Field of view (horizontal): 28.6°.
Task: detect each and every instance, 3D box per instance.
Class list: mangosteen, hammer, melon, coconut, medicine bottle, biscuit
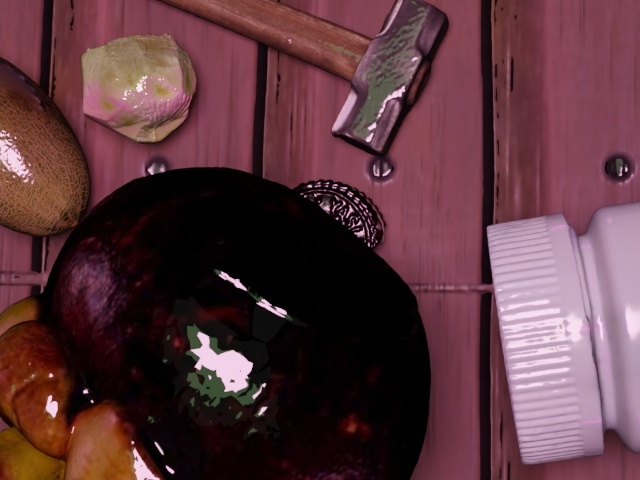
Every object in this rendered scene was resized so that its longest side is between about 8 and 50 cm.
[{"bbox_3d":[-0.077,0.089,0.756,0.287,0.287,0.233,43,121,12],"label":"mangosteen"},{"bbox_3d":[-0.091,-0.179,0.928,0.365,0.043,0.111,24,88,14],"label":"hammer"},{"bbox_3d":[-0.230,-0.069,0.902,0.099,0.099,0.162,-45,80,1],"label":"melon"},{"bbox_3d":[-0.129,-0.109,0.902,0.082,0.083,0.081,-21,75,48],"label":"coconut"},{"bbox_3d":[0.271,0.044,0.773,0.318,0.158,0.158,-8,81,8],"label":"medicine bottle"},{"bbox_3d":[0.000,0.000,0.890,0.087,0.027,0.089,16,85,12],"label":"biscuit"}]
